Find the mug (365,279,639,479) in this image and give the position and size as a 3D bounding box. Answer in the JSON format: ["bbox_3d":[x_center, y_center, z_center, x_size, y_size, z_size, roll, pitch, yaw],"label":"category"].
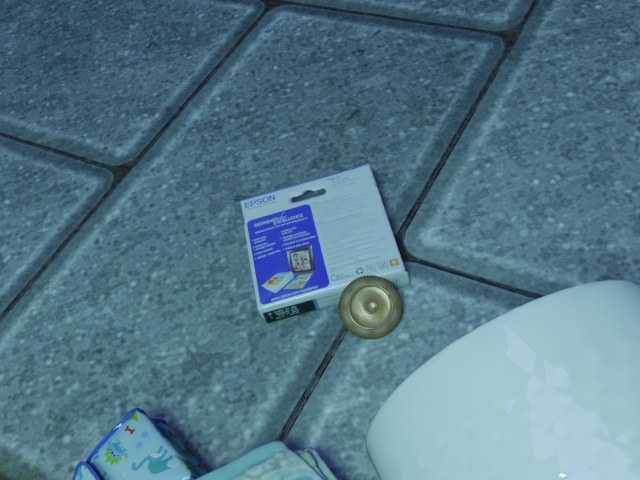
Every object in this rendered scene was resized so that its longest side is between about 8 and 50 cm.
[{"bbox_3d":[0.245,0.209,0.535,0.276,0.374,0.328,3,46,-36],"label":"mug"}]

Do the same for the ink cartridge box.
[{"bbox_3d":[0.000,0.000,1.082,0.206,0.045,0.208,-15,51,2],"label":"ink cartridge box"}]

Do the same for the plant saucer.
[{"bbox_3d":[0.065,0.086,0.987,0.083,0.015,0.084,-1,81,4],"label":"plant saucer"}]

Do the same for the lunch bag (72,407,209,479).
[{"bbox_3d":[-0.213,0.292,0.873,0.151,0.096,0.129,-47,56,-5],"label":"lunch bag"}]

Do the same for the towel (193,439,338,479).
[{"bbox_3d":[-0.089,0.369,0.696,0.374,0.090,0.320,-21,41,-27],"label":"towel"}]
